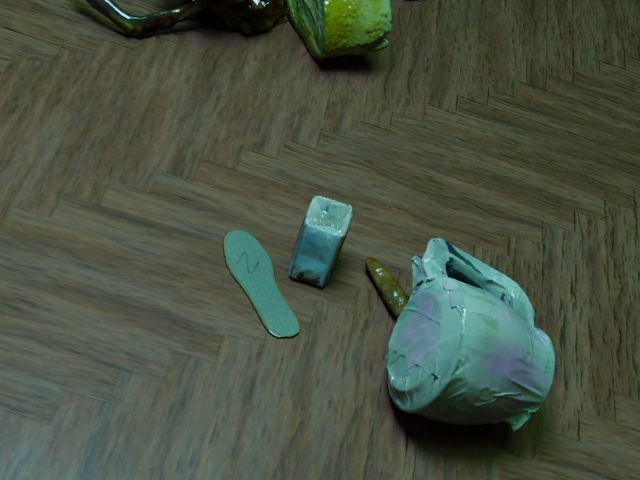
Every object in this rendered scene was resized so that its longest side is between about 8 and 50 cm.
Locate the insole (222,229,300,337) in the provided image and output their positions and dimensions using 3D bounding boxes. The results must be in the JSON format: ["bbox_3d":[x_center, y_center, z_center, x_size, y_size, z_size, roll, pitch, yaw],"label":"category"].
[{"bbox_3d":[-0.076,0.051,1.502,0.064,0.004,0.188,-8,49,-27],"label":"insole"}]

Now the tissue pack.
[{"bbox_3d":[0.000,0.000,1.519,0.058,0.094,0.074,19,40,0],"label":"tissue pack"}]

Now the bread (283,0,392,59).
[{"bbox_3d":[0.025,-0.402,1.895,0.124,0.186,0.257,-5,39,-21],"label":"bread"}]

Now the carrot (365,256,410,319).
[{"bbox_3d":[0.100,0.079,1.523,0.035,0.036,0.165,-14,50,-33],"label":"carrot"}]

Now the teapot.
[{"bbox_3d":[0.176,0.128,1.423,0.178,0.163,0.221,21,22,-22],"label":"teapot"}]

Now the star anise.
[{"bbox_3d":[-0.201,-0.393,1.834,0.346,0.148,0.237,-6,26,-24],"label":"star anise"}]
